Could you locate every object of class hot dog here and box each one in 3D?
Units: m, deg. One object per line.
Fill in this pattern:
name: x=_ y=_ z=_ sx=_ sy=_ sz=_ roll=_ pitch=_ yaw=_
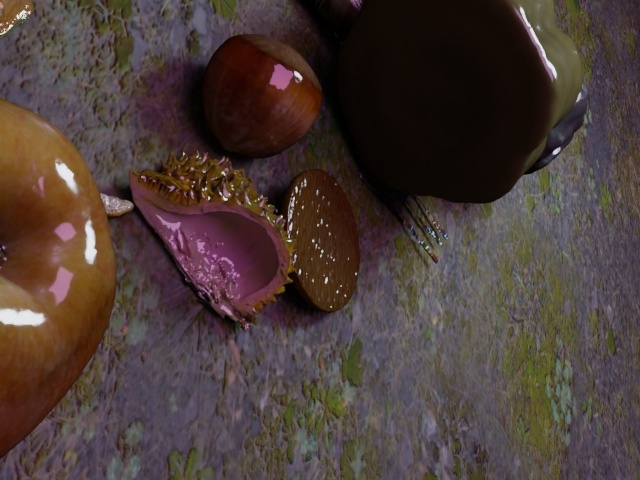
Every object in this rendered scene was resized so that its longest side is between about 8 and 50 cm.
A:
hot dog: x=-0.310 y=-0.047 z=1.003 sx=0.090 sy=0.030 sz=0.034 roll=18 pitch=65 yaw=-40

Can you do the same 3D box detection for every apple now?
apple: x=-0.387 y=0.038 z=0.669 sx=0.391 sy=0.346 sz=0.392 roll=24 pitch=58 yaw=-45

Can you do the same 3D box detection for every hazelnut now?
hazelnut: x=-0.103 y=-0.239 z=1.183 sx=0.214 sy=0.176 sz=0.215 roll=-5 pitch=101 yaw=-27

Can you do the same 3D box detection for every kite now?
kite: x=0.187 y=-0.082 z=1.539 sx=0.285 sy=0.015 sz=0.152 roll=52 pitch=48 yaw=-14

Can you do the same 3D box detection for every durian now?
durian: x=-0.149 y=-0.042 z=1.126 sx=0.305 sy=0.185 sz=0.196 roll=47 pitch=24 yaw=-14

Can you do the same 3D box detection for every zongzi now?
zongzi: x=0.031 y=-0.574 z=1.487 sx=0.241 sy=0.111 sz=0.248 roll=43 pitch=44 yaw=-19

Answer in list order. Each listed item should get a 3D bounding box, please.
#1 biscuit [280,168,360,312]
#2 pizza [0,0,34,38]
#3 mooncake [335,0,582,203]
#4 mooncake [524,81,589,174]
biscuit: x=-0.001 y=0.000 z=1.269 sx=0.262 sy=0.037 sz=0.262 roll=25 pitch=61 yaw=-55
pizza: x=-0.475 y=-0.313 z=0.922 sx=0.181 sy=0.034 sz=0.262 roll=27 pitch=58 yaw=-37
mooncake: x=0.265 y=-0.308 z=1.372 sx=0.262 sy=0.467 sz=0.467 roll=-32 pitch=100 yaw=-46
mooncake: x=0.433 y=-0.344 z=1.639 sx=0.212 sy=0.350 sz=0.381 roll=-34 pitch=86 yaw=-9
